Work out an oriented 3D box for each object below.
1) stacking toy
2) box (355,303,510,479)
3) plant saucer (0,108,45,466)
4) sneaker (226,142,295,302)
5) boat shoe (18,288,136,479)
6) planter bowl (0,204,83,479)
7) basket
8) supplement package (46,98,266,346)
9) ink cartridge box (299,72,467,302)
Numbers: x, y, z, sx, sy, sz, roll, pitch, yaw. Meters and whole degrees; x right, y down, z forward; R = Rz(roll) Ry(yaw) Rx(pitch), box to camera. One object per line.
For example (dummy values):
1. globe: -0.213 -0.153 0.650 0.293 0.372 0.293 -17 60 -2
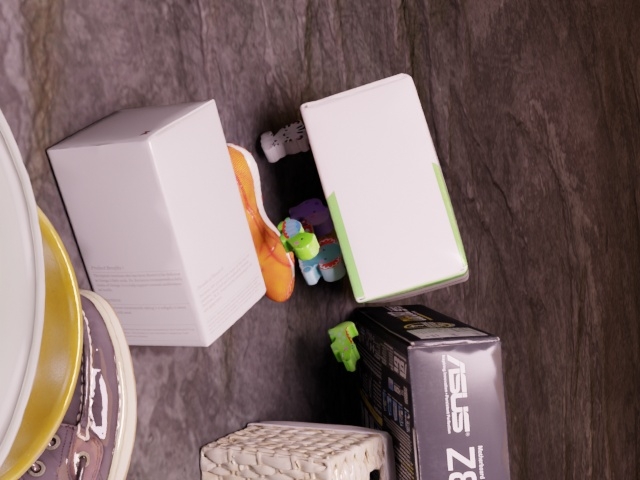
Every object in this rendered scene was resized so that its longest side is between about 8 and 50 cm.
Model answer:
1. stacking toy: 0.000 0.000 1.077 0.221 0.052 0.167 -103 171 -53
2. box: 0.108 0.238 1.106 0.395 0.097 0.318 179 -91 -85
3. plant saucer: -0.274 0.018 0.487 0.400 0.101 0.400 6 82 -50
4. sneaker: -0.078 -0.009 1.039 0.067 0.064 0.175 -42 118 -35
5. boat shoe: -0.203 0.172 0.748 0.092 0.103 0.285 22 74 -64
6. planter bowl: -0.259 0.058 0.648 0.217 0.090 0.217 9 79 -49
7. basket: -0.023 0.239 1.002 0.103 0.167 0.113 -7 94 -54
8. supplement package: -0.132 -0.014 0.883 0.105 0.105 0.179 -43 125 -53
9. ink cartridge box: 0.076 -0.040 1.114 0.273 0.115 0.198 29 45 -81
